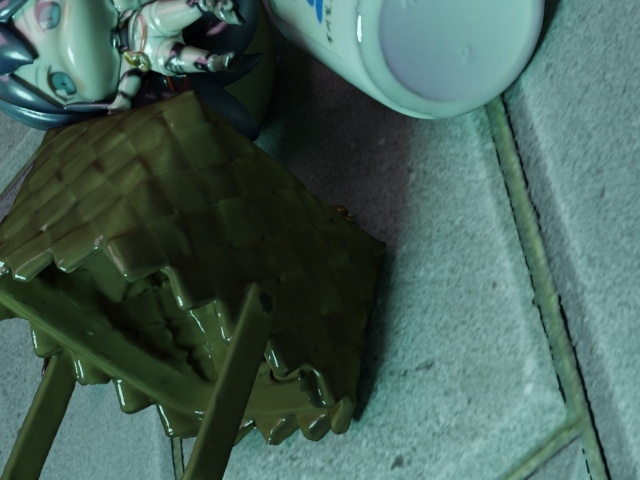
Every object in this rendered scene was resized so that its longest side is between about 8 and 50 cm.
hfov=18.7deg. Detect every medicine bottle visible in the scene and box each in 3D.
[{"bbox_3d":[0.046,-0.213,1.575,0.170,0.170,0.293,-62,29,7],"label":"medicine bottle"}]

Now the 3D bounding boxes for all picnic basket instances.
[{"bbox_3d":[-0.123,0.080,1.502,0.254,0.291,0.321,-12,50,45],"label":"picnic basket"}]

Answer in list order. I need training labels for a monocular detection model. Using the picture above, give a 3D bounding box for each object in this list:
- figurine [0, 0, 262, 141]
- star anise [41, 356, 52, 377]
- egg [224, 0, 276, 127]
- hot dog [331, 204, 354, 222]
[{"bbox_3d":[-0.159,-0.169,1.586,0.265,0.197,0.175,9,86,17],"label":"figurine"},{"bbox_3d":[-0.228,0.030,1.921,0.272,0.103,0.272,-172,90,-83],"label":"star anise"},{"bbox_3d":[-0.147,-0.173,1.802,0.218,0.218,0.295,-58,37,12],"label":"egg"},{"bbox_3d":[0.000,0.000,1.640,0.083,0.021,0.037,-31,65,40],"label":"hot dog"}]
